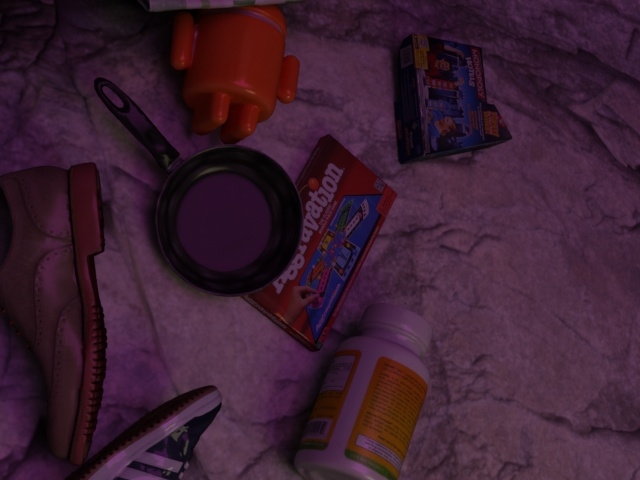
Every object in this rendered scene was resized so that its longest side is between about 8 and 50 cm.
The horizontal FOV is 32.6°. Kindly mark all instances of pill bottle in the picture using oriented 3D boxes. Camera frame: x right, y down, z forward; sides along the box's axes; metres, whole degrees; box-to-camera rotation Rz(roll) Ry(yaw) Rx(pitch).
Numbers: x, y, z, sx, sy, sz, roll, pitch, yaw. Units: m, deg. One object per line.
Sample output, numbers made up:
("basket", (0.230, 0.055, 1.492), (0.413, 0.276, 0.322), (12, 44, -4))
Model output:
("pill bottle", (0.067, 0.214, 1.469), (0.136, 0.136, 0.246), (35, 61, -24))

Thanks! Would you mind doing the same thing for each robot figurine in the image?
("robot figurine", (-0.111, -0.239, 1.455), (0.158, 0.128, 0.219), (5, 72, 9))

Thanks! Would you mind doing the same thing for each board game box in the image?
("board game box", (0.208, -0.210, 1.716), (0.194, 0.060, 0.194), (4, 77, -36))
("board game box", (0.000, 0.000, 1.540), (0.145, 0.027, 0.281), (39, 60, -21))

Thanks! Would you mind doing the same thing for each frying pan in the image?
("frying pan", (-0.175, -0.051, 1.402), (0.326, 0.053, 0.197), (24, 83, -17))

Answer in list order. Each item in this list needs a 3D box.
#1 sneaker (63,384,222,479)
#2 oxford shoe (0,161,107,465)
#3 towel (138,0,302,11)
("sneaker", (-0.199, 0.302, 1.281), (0.282, 0.099, 0.153), (-37, 96, -28))
("oxford shoe", (-0.314, 0.085, 1.266), (0.130, 0.123, 0.348), (-1, 80, -9))
("towel", (-0.137, -0.390, 1.450), (0.324, 0.038, 0.248), (-13, 52, -36))
